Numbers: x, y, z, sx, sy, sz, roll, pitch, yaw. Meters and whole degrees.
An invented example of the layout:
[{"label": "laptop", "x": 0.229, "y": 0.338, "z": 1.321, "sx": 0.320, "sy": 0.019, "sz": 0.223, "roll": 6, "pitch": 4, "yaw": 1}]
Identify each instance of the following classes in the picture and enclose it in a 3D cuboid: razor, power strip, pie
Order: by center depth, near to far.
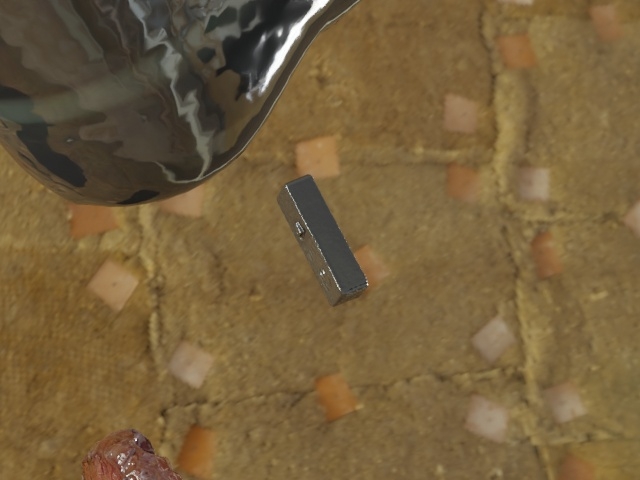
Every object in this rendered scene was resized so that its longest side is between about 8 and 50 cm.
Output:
[{"label": "razor", "x": -0.073, "y": -0.171, "z": 0.383, "sx": 0.113, "sy": 0.349, "sz": 0.204, "roll": 27, "pitch": -115, "yaw": 30}, {"label": "pie", "x": -0.077, "y": 0.158, "z": 0.630, "sx": 0.036, "sy": 0.154, "sz": 0.154, "roll": -21, "pitch": -96, "yaw": -22}, {"label": "power strip", "x": 0.000, "y": 0.000, "z": 1.078, "sx": 0.029, "sy": 0.038, "sz": 0.111, "roll": -21, "pitch": -106, "yaw": -23}]
